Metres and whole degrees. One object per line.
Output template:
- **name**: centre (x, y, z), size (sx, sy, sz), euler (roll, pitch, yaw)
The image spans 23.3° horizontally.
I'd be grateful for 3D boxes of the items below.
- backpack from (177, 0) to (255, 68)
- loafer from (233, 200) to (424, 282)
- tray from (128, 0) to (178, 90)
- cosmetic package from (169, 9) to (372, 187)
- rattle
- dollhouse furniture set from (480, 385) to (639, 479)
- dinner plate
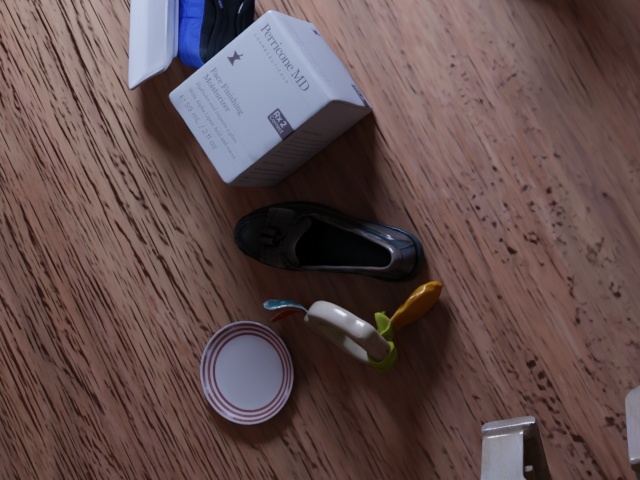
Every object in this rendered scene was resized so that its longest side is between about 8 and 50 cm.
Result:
- **backpack**: centre (-0.146, -0.287, 2.093), size (0.101, 0.098, 0.120), euler (5, 92, 52)
- **loafer**: centre (0.000, 0.000, 2.034), size (0.268, 0.084, 0.096), euler (8, 93, 23)
- **tray**: centre (-0.223, -0.347, 2.113), size (0.145, 0.030, 0.270), euler (-15, 72, 62)
- **cosmetic package**: centre (-0.063, -0.180, 2.025), size (0.184, 0.151, 0.151), euler (-39, 77, 18)
- **rattle**: centre (0.036, 0.079, 2.031), size (0.200, 0.130, 0.142), euler (23, 88, 48)
- **dollhouse furniture set**: centre (0.392, 0.320, 1.777), size (0.394, 0.256, 0.362), euler (-11, 116, 13)
- **dinner plate**: centre (-0.099, 0.180, 2.114), size (0.141, 0.017, 0.141), euler (0, 91, 22)
